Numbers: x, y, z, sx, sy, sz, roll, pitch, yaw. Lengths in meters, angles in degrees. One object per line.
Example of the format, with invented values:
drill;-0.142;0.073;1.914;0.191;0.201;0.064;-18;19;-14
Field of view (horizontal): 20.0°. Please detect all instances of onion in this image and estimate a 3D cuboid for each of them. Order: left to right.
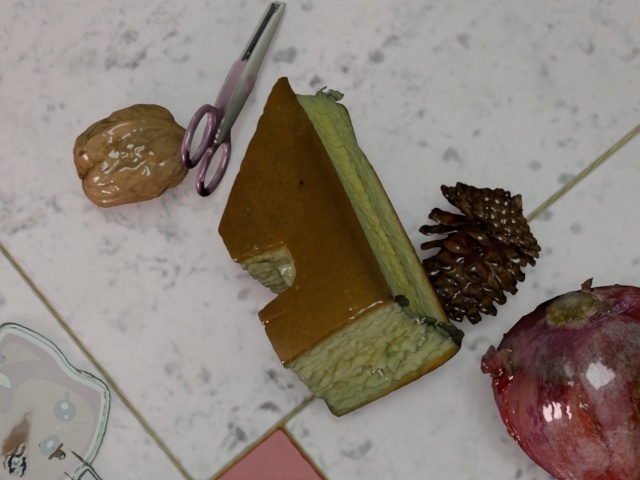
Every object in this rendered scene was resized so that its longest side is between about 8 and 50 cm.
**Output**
onion;0.221;0.129;1.387;0.159;0.159;0.195;-26;112;-4

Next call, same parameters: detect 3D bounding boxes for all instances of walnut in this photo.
walnut;-0.148;-0.068;1.442;0.096;0.082;0.079;-22;55;-4

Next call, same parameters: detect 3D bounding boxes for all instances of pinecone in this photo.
pinecone;0.123;0.011;1.420;0.102;0.102;0.109;10;92;2

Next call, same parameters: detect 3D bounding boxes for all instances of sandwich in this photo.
sandwich;0.000;0.000;1.398;0.128;0.122;0.235;-31;60;13

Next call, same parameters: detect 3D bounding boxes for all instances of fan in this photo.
fan;-0.209;0.168;1.440;0.220;0.009;0.132;40;84;6

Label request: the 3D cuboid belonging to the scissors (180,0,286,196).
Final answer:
scissors;-0.068;-0.122;1.463;0.022;0.085;0.176;15;67;22
